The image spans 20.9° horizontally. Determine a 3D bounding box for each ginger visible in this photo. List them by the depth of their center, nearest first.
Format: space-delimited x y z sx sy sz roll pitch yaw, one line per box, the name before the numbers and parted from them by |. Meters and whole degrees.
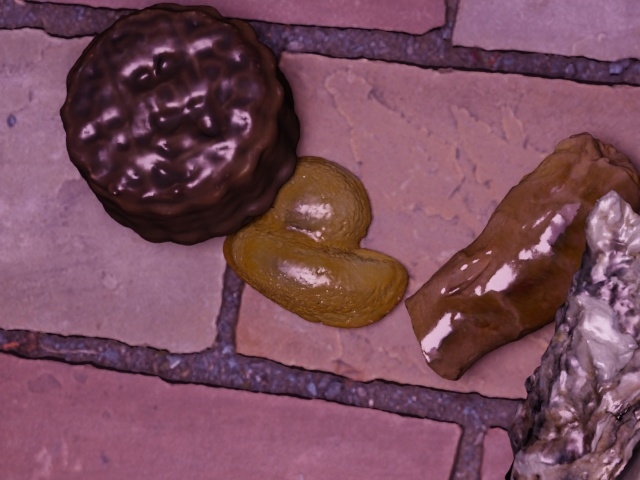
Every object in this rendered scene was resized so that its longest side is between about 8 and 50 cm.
ginger | 0.193 0.018 1.608 0.263 0.109 0.116 -44 115 7

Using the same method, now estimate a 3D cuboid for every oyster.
oyster | 0.244 0.127 1.539 0.162 0.158 0.351 21 107 38

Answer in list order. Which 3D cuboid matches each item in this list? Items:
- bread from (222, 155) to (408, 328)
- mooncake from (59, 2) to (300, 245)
bread | 0.000 0.000 1.675 0.188 0.065 0.149 29 88 14
mooncake | -0.137 -0.115 1.664 0.228 0.124 0.228 -5 72 15
